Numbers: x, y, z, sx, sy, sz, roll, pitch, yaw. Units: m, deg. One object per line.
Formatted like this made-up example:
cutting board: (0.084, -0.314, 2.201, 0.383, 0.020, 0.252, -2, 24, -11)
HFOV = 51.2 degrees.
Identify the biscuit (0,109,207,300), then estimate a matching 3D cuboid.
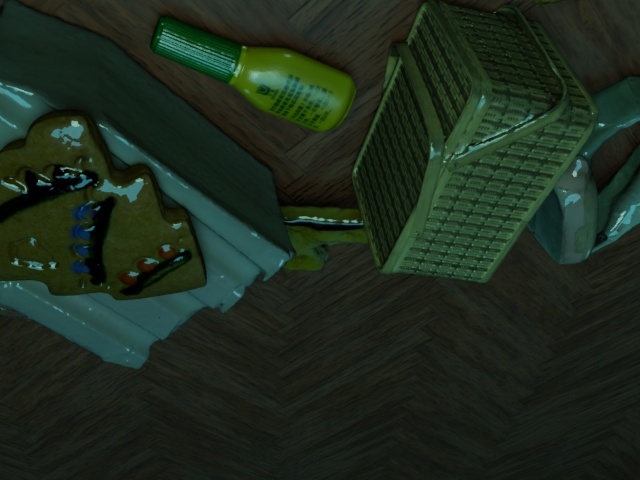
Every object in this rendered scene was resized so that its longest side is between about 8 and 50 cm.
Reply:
biscuit: (-0.255, -0.010, 0.747, 0.302, 0.043, 0.278, 24, 127, -26)

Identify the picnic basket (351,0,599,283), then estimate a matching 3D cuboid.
picnic basket: (0.168, -0.125, 0.854, 0.176, 0.228, 0.312, 6, 134, -17)

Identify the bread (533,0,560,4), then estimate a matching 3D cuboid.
bread: (0.243, -0.380, 0.674, 0.129, 0.134, 0.260, -15, 135, 23)

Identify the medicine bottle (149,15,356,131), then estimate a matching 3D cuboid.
medicine bottle: (-0.083, -0.213, 0.845, 0.261, 0.064, 0.095, 17, 136, -23)

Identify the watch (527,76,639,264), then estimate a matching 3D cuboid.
watch: (0.424, -0.109, 0.974, 0.241, 0.161, 0.253, -23, 137, -2)

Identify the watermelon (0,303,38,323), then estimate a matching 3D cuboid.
watermelon: (-0.477, 0.083, 1.091, 0.241, 0.094, 0.154, 10, 143, -15)

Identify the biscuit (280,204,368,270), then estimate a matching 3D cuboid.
biscuit: (0.000, 0.000, 1.047, 0.174, 0.038, 0.183, 2, 152, 2)

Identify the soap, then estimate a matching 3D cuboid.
soap: (-0.302, -0.062, 0.866, 0.350, 0.212, 0.435, -32, 130, 25)
